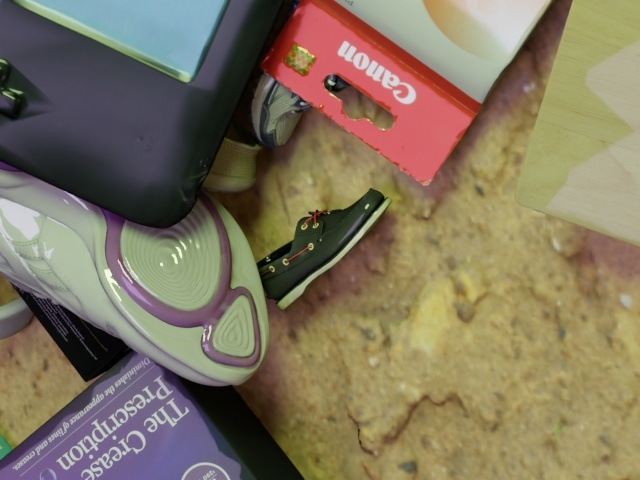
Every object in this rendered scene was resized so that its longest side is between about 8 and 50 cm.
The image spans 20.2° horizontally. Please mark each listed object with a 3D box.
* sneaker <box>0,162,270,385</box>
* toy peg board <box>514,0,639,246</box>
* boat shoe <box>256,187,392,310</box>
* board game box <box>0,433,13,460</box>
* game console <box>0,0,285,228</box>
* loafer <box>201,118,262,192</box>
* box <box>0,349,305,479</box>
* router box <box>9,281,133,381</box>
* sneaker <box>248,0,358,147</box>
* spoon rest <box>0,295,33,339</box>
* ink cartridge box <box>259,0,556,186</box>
[{"bbox_3d":[-0.160,0.000,1.288,0.305,0.114,0.152,41,149,9],"label":"sneaker"},{"bbox_3d":[0.223,-0.075,1.081,0.161,0.079,0.160,21,102,25],"label":"toy peg board"},{"bbox_3d":[-0.001,0.001,1.257,0.042,0.049,0.133,49,131,-2],"label":"boat shoe"},{"bbox_3d":[-0.263,0.346,1.426,0.336,0.254,0.079,52,131,6],"label":"board game box"},{"bbox_3d":[-0.172,-0.238,1.146,0.342,0.060,0.386,26,108,3],"label":"game console"},{"bbox_3d":[-0.135,-0.141,1.258,0.268,0.102,0.092,43,106,5],"label":"loafer"},{"bbox_3d":[-0.156,0.217,1.350,0.261,0.103,0.184,-40,86,12],"label":"box"},{"bbox_3d":[-0.187,0.001,1.379,0.179,0.046,0.133,52,126,6],"label":"router box"},{"bbox_3d":[-0.004,-0.114,1.217,0.058,0.052,0.135,33,123,14],"label":"sneaker"},{"bbox_3d":[-0.347,-0.023,1.443,0.276,0.084,0.137,46,142,9],"label":"spoon rest"},{"bbox_3d":[0.053,-0.140,1.144,0.145,0.045,0.179,36,112,6],"label":"ink cartridge box"}]
